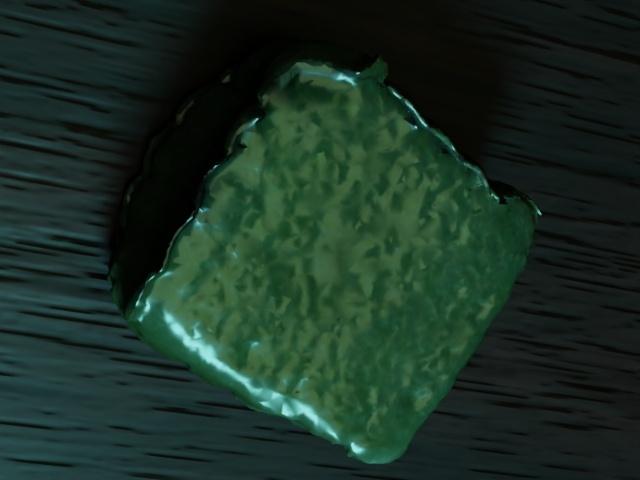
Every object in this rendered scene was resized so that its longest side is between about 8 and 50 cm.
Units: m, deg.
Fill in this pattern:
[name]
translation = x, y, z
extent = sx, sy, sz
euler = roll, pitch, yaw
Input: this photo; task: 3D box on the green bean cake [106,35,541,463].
[green bean cake]
translation = 0.000, 0.000, 1.080
extent = 0.227, 0.125, 0.222
euler = 35, 90, -27
